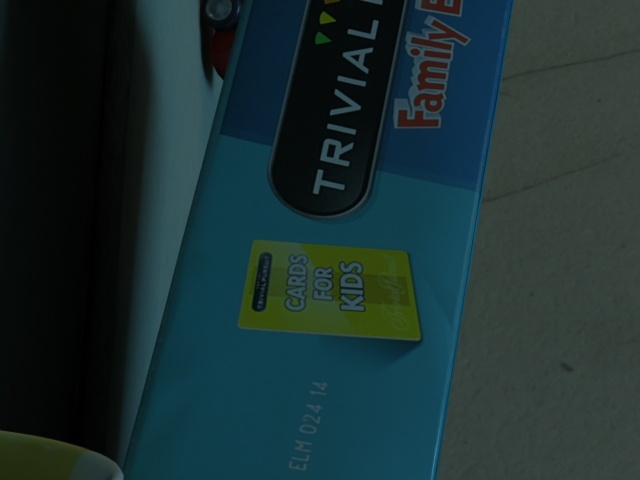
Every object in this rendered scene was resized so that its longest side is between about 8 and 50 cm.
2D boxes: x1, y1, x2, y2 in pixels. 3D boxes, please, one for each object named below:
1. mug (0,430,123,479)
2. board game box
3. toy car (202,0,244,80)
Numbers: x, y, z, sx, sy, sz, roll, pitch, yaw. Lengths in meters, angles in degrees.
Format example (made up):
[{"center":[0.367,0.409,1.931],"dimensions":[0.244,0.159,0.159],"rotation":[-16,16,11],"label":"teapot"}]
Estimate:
[{"center":[-0.073,0.075,0.402],"dimensions":[0.078,0.062,0.064],"rotation":[-21,117,-78],"label":"mug"},{"center":[0.000,0.000,0.639],"dimensions":[0.253,0.079,0.336],"rotation":[103,0,-57],"label":"board game box"},{"center":[-0.019,-0.228,0.998],"dimensions":[0.225,0.053,0.239],"rotation":[74,27,-43],"label":"toy car"}]
